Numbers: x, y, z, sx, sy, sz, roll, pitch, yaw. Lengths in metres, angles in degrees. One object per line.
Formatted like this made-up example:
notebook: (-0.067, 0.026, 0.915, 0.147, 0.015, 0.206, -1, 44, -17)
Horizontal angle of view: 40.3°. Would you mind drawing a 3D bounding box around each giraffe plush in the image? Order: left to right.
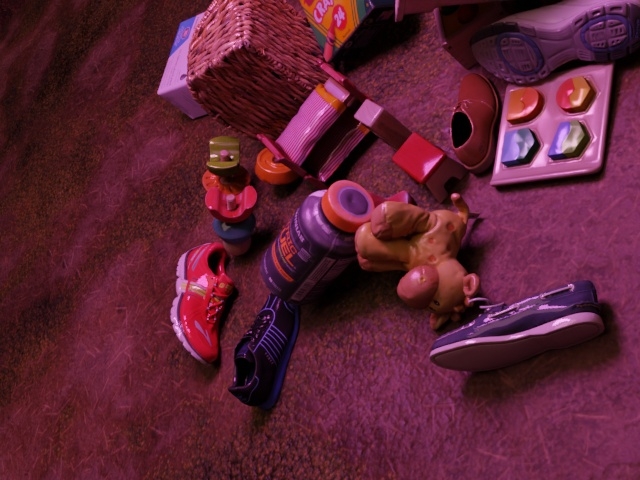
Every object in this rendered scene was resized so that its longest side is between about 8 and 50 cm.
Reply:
giraffe plush: (0.169, 0.044, 1.362, 0.210, 0.181, 0.170, -11, 62, 0)

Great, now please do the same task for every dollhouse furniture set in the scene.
dollhouse furniture set: (0.063, -0.159, 1.583, 0.201, 0.152, 0.374, -52, 39, 7)

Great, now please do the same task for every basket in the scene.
basket: (-0.128, -0.359, 1.803, 0.213, 0.299, 0.223, -30, 49, 32)

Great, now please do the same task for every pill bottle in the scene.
pill bottle: (0.000, 0.000, 1.500, 0.246, 0.130, 0.130, -51, 33, 46)

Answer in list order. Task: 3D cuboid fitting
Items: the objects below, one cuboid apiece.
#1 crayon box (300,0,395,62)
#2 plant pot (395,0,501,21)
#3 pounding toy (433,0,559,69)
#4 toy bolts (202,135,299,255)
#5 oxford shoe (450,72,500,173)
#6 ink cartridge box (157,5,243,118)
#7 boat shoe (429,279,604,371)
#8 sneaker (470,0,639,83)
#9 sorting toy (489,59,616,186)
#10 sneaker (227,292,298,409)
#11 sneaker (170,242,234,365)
crayon box: (0.027, -0.552, 1.774, 0.202, 0.081, 0.319, -41, 67, 55)
plant pot: (0.283, -0.515, 1.395, 0.305, 0.334, 0.334, 3, 60, 3)
pounding toy: (0.310, -0.402, 1.533, 0.206, 0.094, 0.181, -30, 46, 30)
toy bolts: (-0.146, -0.081, 1.810, 0.218, 0.158, 0.228, 2, 47, 3)
oxford shoe: (0.256, -0.217, 1.482, 0.076, 0.076, 0.212, -27, 42, 35)
ink cartridge box: (-0.228, -0.446, 2.098, 0.307, 0.129, 0.223, -9, 59, 43)
boat shoe: (0.269, 0.120, 1.229, 0.254, 0.095, 0.079, -24, 51, 33)
sneaker: (0.388, -0.335, 1.408, 0.297, 0.111, 0.129, -1, 35, 35)
sorting toy: (0.362, -0.188, 1.380, 0.193, 0.038, 0.208, -5, 61, 45)
sneaker: (-0.105, 0.185, 1.580, 0.081, 0.090, 0.232, -14, 56, 41)
sneaker: (-0.227, 0.115, 1.752, 0.118, 0.107, 0.279, -25, 51, 21)
